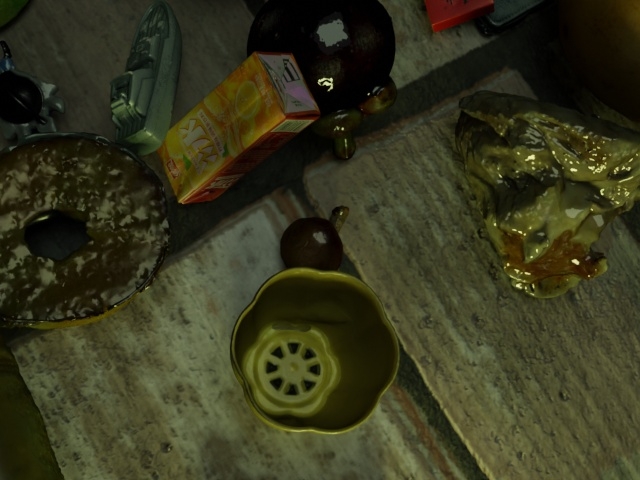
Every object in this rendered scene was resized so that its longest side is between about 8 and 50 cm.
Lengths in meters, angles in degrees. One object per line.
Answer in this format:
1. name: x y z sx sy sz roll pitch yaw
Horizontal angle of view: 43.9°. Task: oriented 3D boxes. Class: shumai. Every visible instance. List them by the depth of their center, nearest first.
1. shumai: 0.305 -0.059 1.124 0.314 0.267 0.263 25 100 25

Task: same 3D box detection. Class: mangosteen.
1. mangosteen: 0.011 -0.229 1.090 0.211 0.211 0.250 -21 109 -17

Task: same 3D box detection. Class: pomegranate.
1. pomegranate: 0.554 -0.359 1.139 0.416 0.417 0.417 3 73 -11

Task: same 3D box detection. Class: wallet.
1. wallet: 0.275 -0.448 1.286 0.167 0.036 0.222 -30 81 -18

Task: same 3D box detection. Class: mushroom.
1. mushroom: -0.003 -0.005 1.075 0.088 0.073 0.130 18 65 26

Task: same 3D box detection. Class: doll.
1. doll: -0.405 -0.192 1.046 0.195 0.070 0.096 41 85 10

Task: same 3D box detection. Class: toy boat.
1. toy boat: -0.233 -0.233 1.066 0.078 0.085 0.261 -18 52 27

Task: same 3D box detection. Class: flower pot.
1. flower pot: -0.023 0.145 0.967 0.195 0.179 0.195 4 72 -12

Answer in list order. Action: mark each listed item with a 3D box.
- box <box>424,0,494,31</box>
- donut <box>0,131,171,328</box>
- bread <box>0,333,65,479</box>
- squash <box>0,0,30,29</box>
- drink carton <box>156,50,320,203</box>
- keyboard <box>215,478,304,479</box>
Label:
1. box: 0.201 -0.412 1.227 0.100 0.048 0.152 -17 81 15
2. donut: -0.324 -0.002 0.993 0.271 0.107 0.272 2 70 -7
3. bread: -0.409 0.212 0.837 0.208 0.251 0.377 -23 79 -43
4. squash: -0.554 -0.356 1.068 0.308 0.210 0.234 -18 75 -46
5. drink carton: -0.112 -0.141 1.014 0.071 0.223 0.096 -11 72 -51
6. keyboard: -0.023 0.346 0.989 0.230 0.025 0.094 6 74 -10
